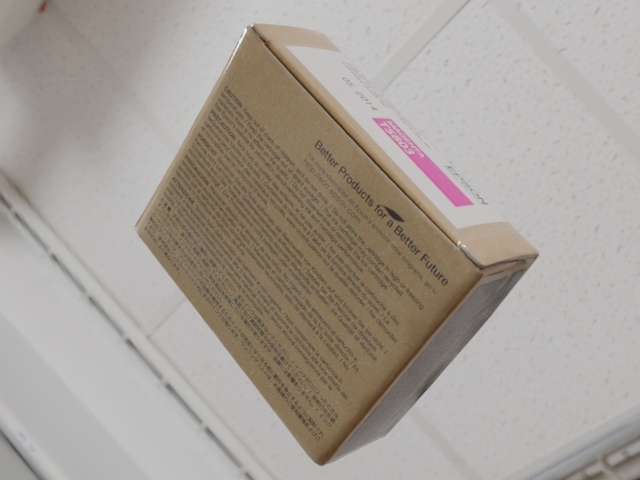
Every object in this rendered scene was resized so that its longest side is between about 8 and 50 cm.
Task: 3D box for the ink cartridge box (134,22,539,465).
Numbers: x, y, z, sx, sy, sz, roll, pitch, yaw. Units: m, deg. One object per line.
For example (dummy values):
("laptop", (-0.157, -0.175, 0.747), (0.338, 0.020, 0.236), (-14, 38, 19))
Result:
("ink cartridge box", (0.000, 0.000, 0.687), (0.235, 0.088, 0.193), (50, -58, 23))
